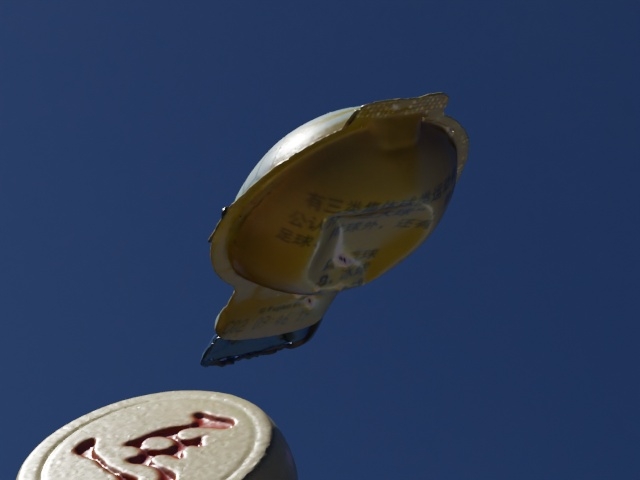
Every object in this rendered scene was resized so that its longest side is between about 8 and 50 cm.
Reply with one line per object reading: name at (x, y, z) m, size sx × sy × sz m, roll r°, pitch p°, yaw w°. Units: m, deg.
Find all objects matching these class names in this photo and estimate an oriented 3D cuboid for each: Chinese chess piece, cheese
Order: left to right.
Chinese chess piece at (-0.153, 0.239, 1.723) m, size 0.273 × 0.273 × 0.102 m, roll -2°, pitch -66°, yaw 22°
cheese at (0.000, 0.000, 1.137) m, size 0.069 × 0.177 × 0.270 m, roll 61°, pitch -36°, yaw 26°
